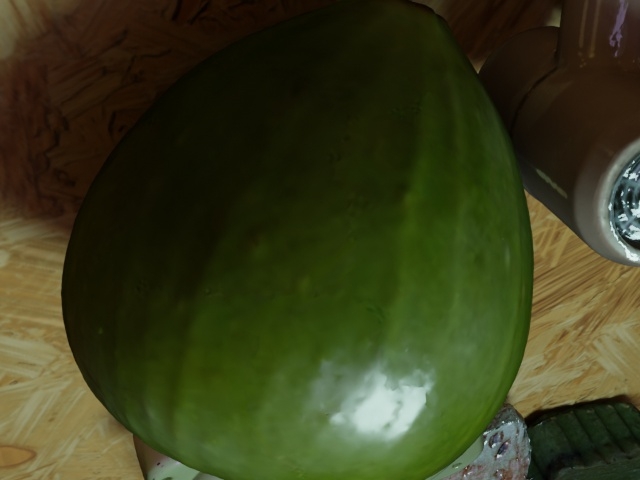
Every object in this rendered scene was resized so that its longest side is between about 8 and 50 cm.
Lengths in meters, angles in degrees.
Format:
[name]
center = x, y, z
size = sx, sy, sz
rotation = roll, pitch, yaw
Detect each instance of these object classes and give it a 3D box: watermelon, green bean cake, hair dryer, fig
[watermelon]
center = 0.184, 0.238, 1.343
size = 0.187, 0.071, 0.139
rotation = 25, 109, -26
[green bean cake]
center = 0.307, 0.278, 1.456
size = 0.181, 0.094, 0.173
rotation = -6, 140, -26
[hair dryer]
center = 0.176, -0.171, 0.703
size = 0.106, 0.189, 0.344
rotation = -5, 115, -13
[fig]
center = 0.000, 0.000, 0.750
size = 0.316, 0.316, 0.316
rotation = -17, 145, -13

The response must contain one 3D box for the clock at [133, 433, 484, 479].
[clock]
center = -0.002, 0.178, 1.120
size = 0.309, 0.114, 0.284
rotation = -21, 147, -3
